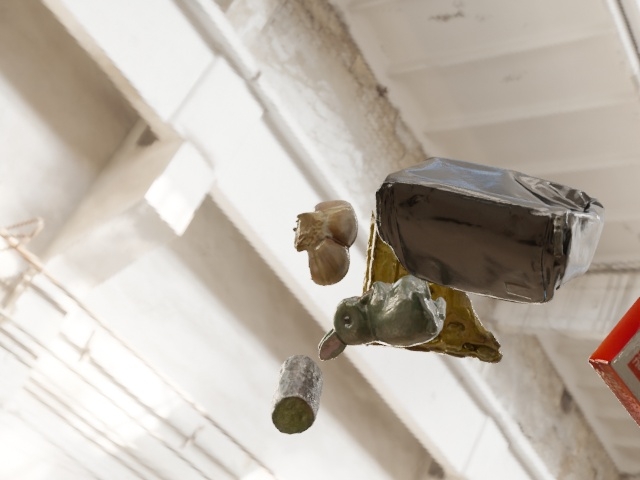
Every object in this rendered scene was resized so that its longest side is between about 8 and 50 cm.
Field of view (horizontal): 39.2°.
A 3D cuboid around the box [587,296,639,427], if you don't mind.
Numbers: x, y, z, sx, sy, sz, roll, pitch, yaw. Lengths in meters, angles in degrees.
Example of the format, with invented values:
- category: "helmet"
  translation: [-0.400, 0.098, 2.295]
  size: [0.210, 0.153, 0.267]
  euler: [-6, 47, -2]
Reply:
- category: "box"
  translation: [0.439, 0.190, 1.110]
  size: [0.229, 0.123, 0.050]
  euler: [50, -17, -13]

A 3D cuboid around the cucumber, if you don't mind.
- category: "cucumber"
  translation: [-0.031, 0.190, 1.097]
  size: [0.064, 0.112, 0.064]
  euler: [3, -68, 6]

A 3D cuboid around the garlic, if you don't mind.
- category: "garlic"
  translation: [0.009, 0.002, 1.723]
  size: [0.124, 0.174, 0.099]
  euler: [5, -11, -5]

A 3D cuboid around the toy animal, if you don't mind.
- category: "toy animal"
  translation: [0.090, 0.143, 1.590]
  size: [0.251, 0.127, 0.125]
  euler: [-21, -89, 19]

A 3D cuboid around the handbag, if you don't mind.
- category: "handbag"
  translation: [0.237, -0.004, 1.298]
  size: [0.302, 0.275, 0.178]
  euler: [14, -71, 21]

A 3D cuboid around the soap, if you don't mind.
- category: "soap"
  translation: [0.248, 0.078, 1.935]
  size: [0.304, 0.338, 0.169]
  euler: [8, -6, -6]
